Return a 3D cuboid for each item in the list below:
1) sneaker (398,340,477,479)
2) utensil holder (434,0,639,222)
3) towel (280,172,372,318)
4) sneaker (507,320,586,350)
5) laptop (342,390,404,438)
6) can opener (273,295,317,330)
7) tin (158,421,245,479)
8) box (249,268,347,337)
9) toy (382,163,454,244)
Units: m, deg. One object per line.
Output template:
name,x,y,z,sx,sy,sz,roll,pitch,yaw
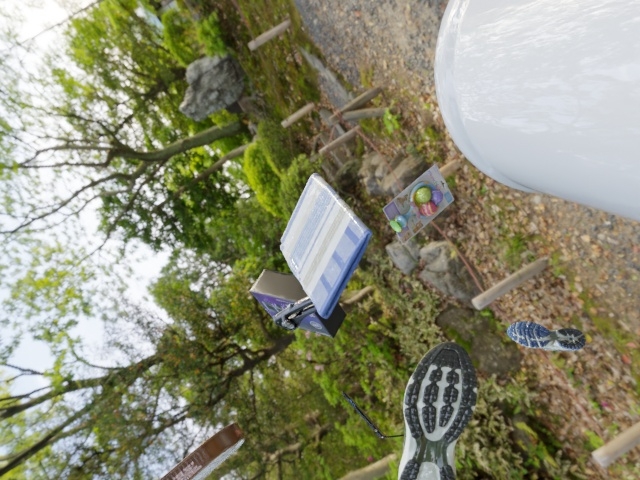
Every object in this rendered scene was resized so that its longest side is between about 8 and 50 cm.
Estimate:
sneaker,0.266,0.434,1.051,0.182,0.158,0.409,-13,-65,-80
utensil holder,0.324,-0.159,0.355,0.327,0.328,0.385,56,-177,-21
towel,0.000,0.000,0.897,0.034,0.209,0.285,14,-157,-30
sneaker,0.441,0.197,0.855,0.058,0.136,0.052,59,-137,-59
laptop,0.215,0.541,1.349,0.264,0.137,0.234,44,169,25
can opener,-0.036,0.154,1.007,0.059,0.186,0.073,35,-143,-32
tin,-0.212,0.389,0.742,0.040,0.190,0.106,49,173,16
box,-0.073,0.202,1.401,0.262,0.103,0.184,6,144,40
toy,0.309,-0.108,1.294,0.136,0.237,0.056,57,165,-20
